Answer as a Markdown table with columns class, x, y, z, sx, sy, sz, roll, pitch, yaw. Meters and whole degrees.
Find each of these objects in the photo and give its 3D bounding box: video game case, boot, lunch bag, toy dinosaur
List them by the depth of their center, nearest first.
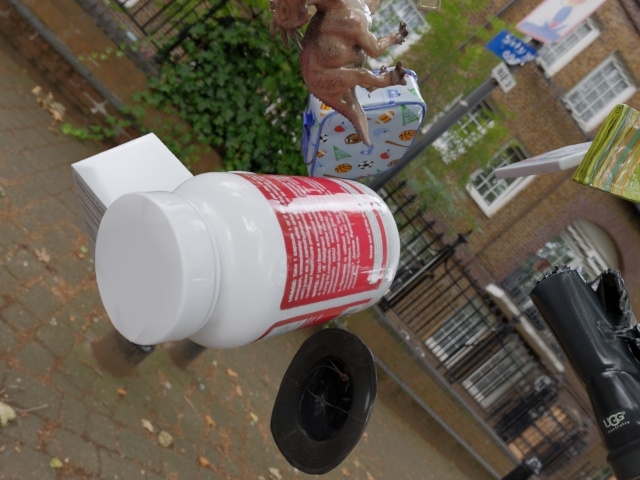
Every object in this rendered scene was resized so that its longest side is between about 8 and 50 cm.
| class | x | y | z | sx | sy | sz | roll | pitch | yaw |
| --- | --- | --- | --- | --- | --- | --- | --- | --- | --- |
| boot | 0.331 | 0.133 | 0.537 | 0.247 | 0.094 | 0.207 | 18 | 44 | -28 |
| toy dinosaur | 0.012 | -0.279 | 0.785 | 0.127 | 0.201 | 0.295 | -109 | -169 | -49 |
| video game case | 0.360 | -0.123 | 0.796 | 0.157 | 0.143 | 0.019 | -172 | -116 | -76 |
| lunch bag | 0.074 | -0.236 | 1.130 | 0.303 | 0.243 | 0.114 | 106 | -25 | -66 |

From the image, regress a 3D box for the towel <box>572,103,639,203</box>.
| class | x | y | z | sx | sy | sz | roll | pitch | yaw |
| --- | --- | --- | --- | --- | --- | --- | --- | --- | --- |
| towel | 0.427 | -0.094 | 0.691 | 0.237 | 0.102 | 0.021 | 11 | 24 | -29 |

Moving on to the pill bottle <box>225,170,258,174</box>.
| class | x | y | z | sx | sy | sz | roll | pitch | yaw |
| --- | --- | --- | --- | --- | --- | --- | --- | --- | --- |
| pill bottle | -0.168 | -0.003 | 1.147 | 0.146 | 0.263 | 0.146 | 12 | 21 | -5 |

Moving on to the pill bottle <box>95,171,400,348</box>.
| class | x | y | z | sx | sy | sz | roll | pitch | yaw |
| --- | --- | --- | --- | --- | --- | --- | --- | --- | --- |
| pill bottle | -0.081 | 0.021 | 0.758 | 0.408 | 0.229 | 0.229 | -5 | 48 | -52 |

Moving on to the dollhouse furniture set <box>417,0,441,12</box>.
| class | x | y | z | sx | sy | sz | roll | pitch | yaw |
| --- | --- | --- | --- | --- | --- | --- | --- | --- | --- |
| dollhouse furniture set | 0.151 | -0.525 | 0.971 | 0.101 | 0.161 | 0.181 | -76 | 173 | -53 |

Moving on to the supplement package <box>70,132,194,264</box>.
| class | x | y | z | sx | sy | sz | roll | pitch | yaw |
| --- | --- | --- | --- | --- | --- | --- | --- | --- | --- |
| supplement package | -0.283 | -0.023 | 0.861 | 0.134 | 0.139 | 0.244 | 45 | -35 | 19 |

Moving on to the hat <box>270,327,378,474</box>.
| class | x | y | z | sx | sy | sz | roll | pitch | yaw |
| --- | --- | --- | --- | --- | --- | --- | --- | --- | --- |
| hat | 0.036 | 0.383 | 1.282 | 0.134 | 0.331 | 0.331 | 32 | 12 | -41 |
